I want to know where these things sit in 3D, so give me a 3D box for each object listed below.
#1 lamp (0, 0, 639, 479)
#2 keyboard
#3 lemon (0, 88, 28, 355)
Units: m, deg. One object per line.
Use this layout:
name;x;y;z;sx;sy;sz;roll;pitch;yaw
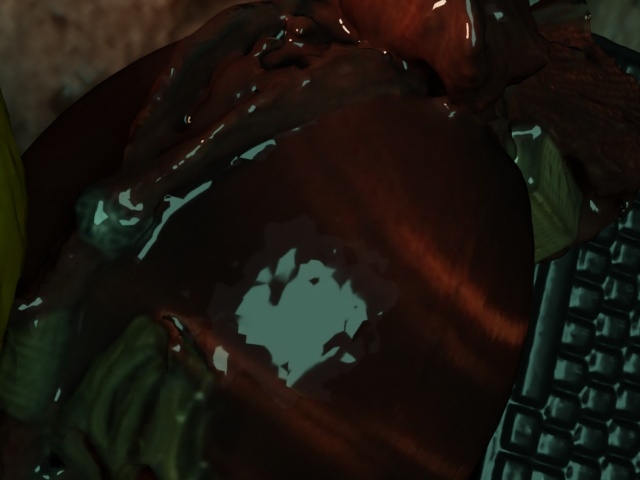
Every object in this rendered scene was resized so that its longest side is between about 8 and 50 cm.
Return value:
lamp;0.005;0.010;0.541;0.223;0.215;0.151;-36;67;4
keyboard;0.099;0.085;0.683;0.101;0.018;0.309;19;78;-23
lemon;-0.202;0.006;0.401;0.293;0.293;0.293;2;86;-26
